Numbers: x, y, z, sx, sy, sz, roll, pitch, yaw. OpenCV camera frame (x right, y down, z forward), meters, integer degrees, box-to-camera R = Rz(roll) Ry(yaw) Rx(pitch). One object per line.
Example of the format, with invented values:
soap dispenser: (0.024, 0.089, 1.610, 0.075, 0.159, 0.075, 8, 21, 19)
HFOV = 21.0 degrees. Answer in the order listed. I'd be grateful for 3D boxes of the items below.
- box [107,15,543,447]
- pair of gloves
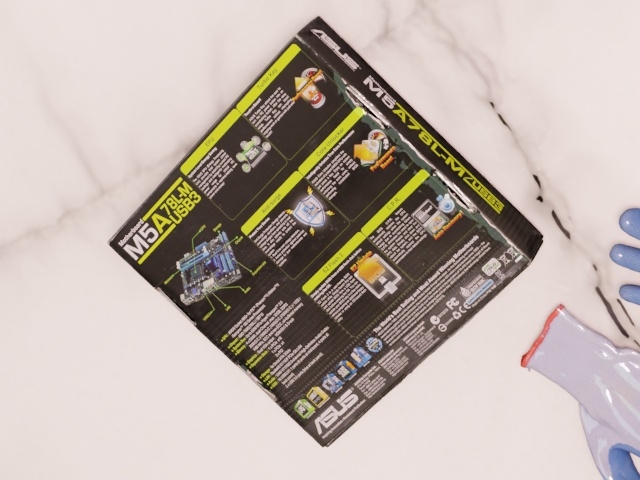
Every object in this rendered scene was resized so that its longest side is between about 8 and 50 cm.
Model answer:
box: (0.000, 0.000, 1.002, 0.184, 0.045, 0.191, 44, 120, 0)
pair of gloves: (0.208, 0.065, 0.969, 0.159, 0.023, 0.198, 35, 118, 3)
